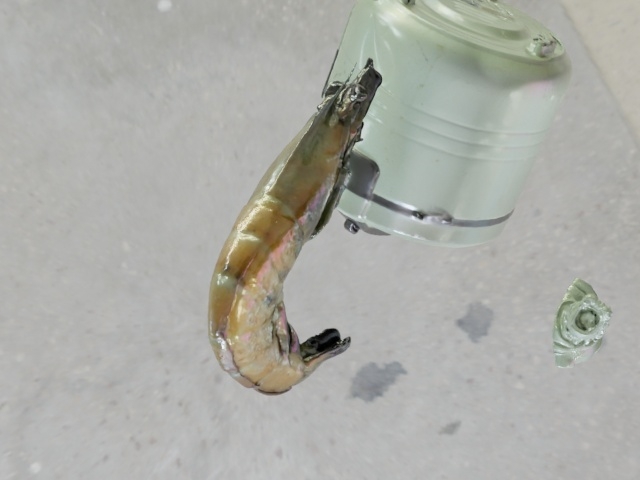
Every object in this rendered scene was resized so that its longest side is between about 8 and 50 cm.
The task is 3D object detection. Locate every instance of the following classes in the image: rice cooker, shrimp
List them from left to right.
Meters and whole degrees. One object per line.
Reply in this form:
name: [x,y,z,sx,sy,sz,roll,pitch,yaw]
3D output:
shrimp: [0.000,0.000,0.822,0.051,0.198,0.262,16,69,27]
rice cooker: [0.105,-0.117,1.003,0.226,0.226,0.244,15,117,-3]

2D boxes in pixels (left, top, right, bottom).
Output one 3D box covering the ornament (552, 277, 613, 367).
ornament: [0.201,0.066,0.817,0.041,0.092,0.068,12,102,14]
